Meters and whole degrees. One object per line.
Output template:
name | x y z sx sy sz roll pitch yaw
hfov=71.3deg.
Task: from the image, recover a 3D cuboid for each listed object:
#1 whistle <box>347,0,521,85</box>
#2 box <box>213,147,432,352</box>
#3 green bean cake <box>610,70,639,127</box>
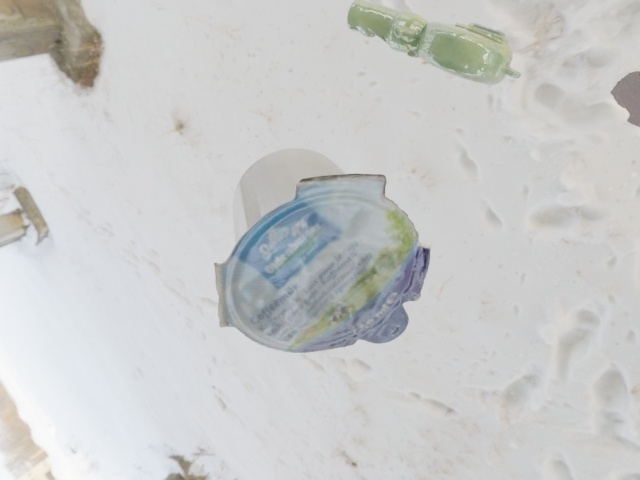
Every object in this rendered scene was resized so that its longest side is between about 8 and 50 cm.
whistle | 0.153 -0.276 0.610 0.258 0.126 0.067 30 119 21
box | 0.000 0.000 0.622 0.291 0.262 0.206 35 -162 -35
green bean cake | 0.479 -0.113 0.503 0.198 0.097 0.232 -19 87 27
